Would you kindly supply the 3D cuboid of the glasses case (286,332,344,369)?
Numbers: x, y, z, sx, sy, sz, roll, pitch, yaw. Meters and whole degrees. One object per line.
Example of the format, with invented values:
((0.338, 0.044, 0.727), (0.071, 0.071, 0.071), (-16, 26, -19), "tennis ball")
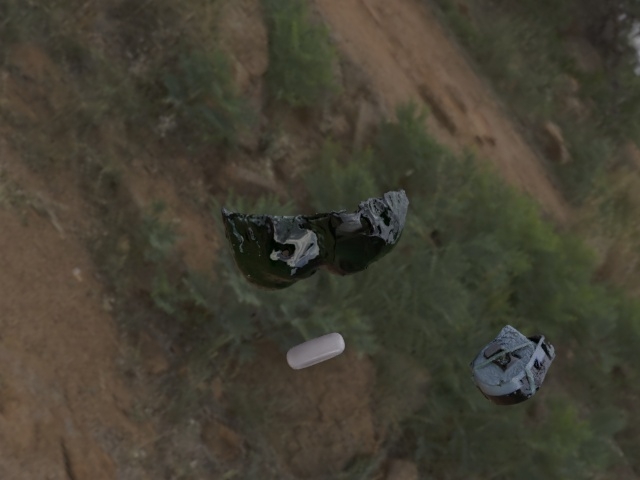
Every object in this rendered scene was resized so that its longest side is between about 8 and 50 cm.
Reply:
((-0.007, 0.153, 1.385), (0.021, 0.083, 0.032), (59, 12, -55), "glasses case")

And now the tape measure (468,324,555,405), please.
((0.231, 0.152, 1.205), (0.091, 0.094, 0.054), (15, -35, 52), "tape measure")

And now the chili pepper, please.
((0.005, 0.003, 1.414), (0.116, 0.264, 0.148), (-107, -176, -54), "chili pepper")
